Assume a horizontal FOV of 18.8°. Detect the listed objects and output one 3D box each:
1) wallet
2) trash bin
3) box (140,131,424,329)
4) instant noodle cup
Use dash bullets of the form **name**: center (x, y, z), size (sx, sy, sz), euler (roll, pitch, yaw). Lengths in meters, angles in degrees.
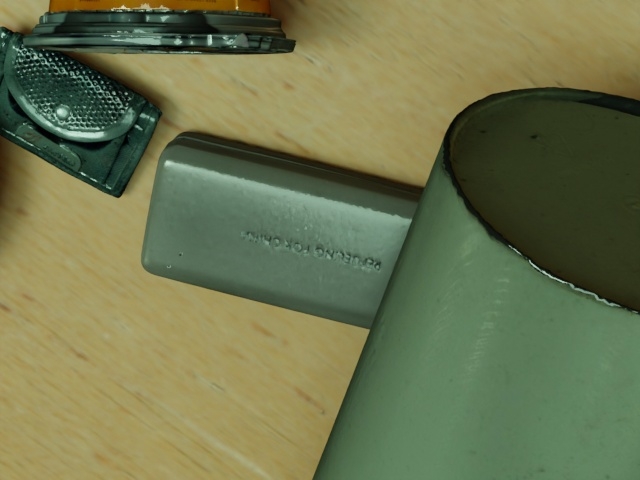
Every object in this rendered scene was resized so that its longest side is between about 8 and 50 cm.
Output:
- **wallet**: center (-0.183, -0.090, 1.366), size (0.129, 0.026, 0.088), euler (29, 126, -2)
- **trash bin**: center (0.136, 0.146, 1.238), size (0.280, 0.280, 0.432), euler (18, 123, 3)
- **box**: center (0.000, 0.000, 1.360), size (0.243, 0.055, 0.103), euler (14, 110, 5)
- **instant noodle cup**: center (-0.106, -0.186, 1.263), size (0.208, 0.177, 0.126), euler (4, 96, 39)
